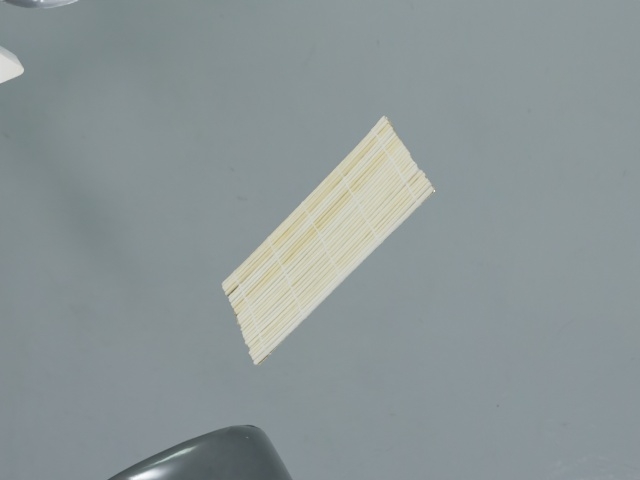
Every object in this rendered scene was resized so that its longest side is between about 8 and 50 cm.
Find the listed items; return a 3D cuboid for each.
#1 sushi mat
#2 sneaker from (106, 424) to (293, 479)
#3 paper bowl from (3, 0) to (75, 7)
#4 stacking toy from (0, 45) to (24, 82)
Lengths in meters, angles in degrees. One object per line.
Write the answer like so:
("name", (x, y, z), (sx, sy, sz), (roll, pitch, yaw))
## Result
("sushi mat", (0.000, 0.000, 1.281), (0.316, 0.019, 0.151), (-45, 45, 16))
("sneaker", (-0.100, 0.179, 0.324), (0.270, 0.090, 0.145), (-26, 66, -18))
("paper bowl", (-0.352, -0.439, 1.383), (0.284, 0.284, 0.148), (-41, 61, 1))
("stacking toy", (-0.466, -0.185, 0.982), (0.279, 0.309, 0.130), (-36, 66, -1))
